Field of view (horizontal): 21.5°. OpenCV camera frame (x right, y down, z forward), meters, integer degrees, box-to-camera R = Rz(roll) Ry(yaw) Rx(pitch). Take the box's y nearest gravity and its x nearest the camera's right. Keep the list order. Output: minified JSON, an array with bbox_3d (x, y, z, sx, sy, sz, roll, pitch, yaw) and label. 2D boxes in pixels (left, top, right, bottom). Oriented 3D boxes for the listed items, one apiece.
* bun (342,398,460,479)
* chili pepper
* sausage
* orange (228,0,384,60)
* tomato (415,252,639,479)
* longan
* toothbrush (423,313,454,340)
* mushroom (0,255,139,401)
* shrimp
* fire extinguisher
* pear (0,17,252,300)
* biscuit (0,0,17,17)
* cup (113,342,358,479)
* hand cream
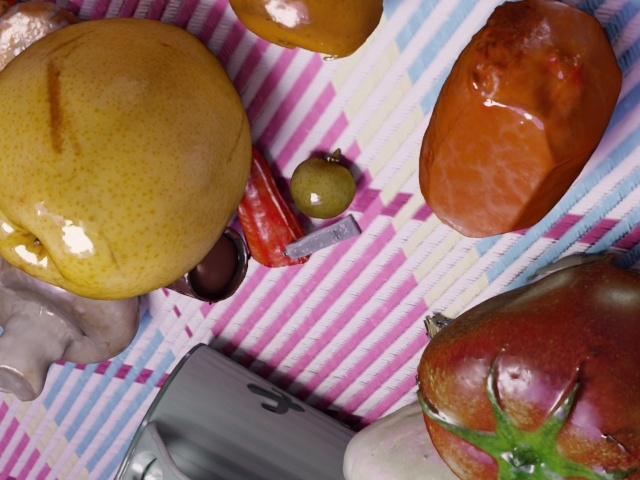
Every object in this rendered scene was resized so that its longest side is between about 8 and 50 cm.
[{"bbox_3d":[0.181,0.264,2.035,0.293,0.187,0.293,22,169,5],"label":"bun"},{"bbox_3d":[-0.068,-0.048,1.963,0.088,0.065,0.169,9,136,33],"label":"chili pepper"},{"bbox_3d":[0.182,-0.108,1.578,0.153,0.141,0.268,32,145,6],"label":"sausage"},{"bbox_3d":[-0.010,-0.244,1.602,0.156,0.134,0.156,23,-172,-4],"label":"orange"},{"bbox_3d":[0.260,0.152,1.746,0.303,0.239,0.303,22,139,21],"label":"tomato"},{"bbox_3d":[0.004,-0.064,1.877,0.075,0.075,0.083,23,104,18],"label":"longan"},{"bbox_3d":[0.296,0.142,1.898,0.413,0.035,0.042,12,138,31],"label":"toothbrush"},{"bbox_3d":[-0.376,0.101,2.281,0.243,0.243,0.243,24,146,17],"label":"mushroom"},{"bbox_3d":[-0.310,-0.197,1.961,0.132,0.052,0.187,-24,123,18],"label":"shrimp"},{"bbox_3d":[-0.221,-0.001,2.106,0.341,0.105,0.141,17,161,48],"label":"fire extinguisher"},{"bbox_3d":[-0.226,-0.089,1.818,0.314,0.314,0.314,24,146,17],"label":"pear"},{"bbox_3d":[-0.479,-0.334,1.971,0.262,0.052,0.277,7,140,41],"label":"biscuit"},{"bbox_3d":[-0.092,0.368,2.232,0.392,0.401,0.310,25,122,7],"label":"cup"},{"bbox_3d":[0.000,0.000,1.953,0.093,0.019,0.030,-22,121,8],"label":"hand cream"}]
